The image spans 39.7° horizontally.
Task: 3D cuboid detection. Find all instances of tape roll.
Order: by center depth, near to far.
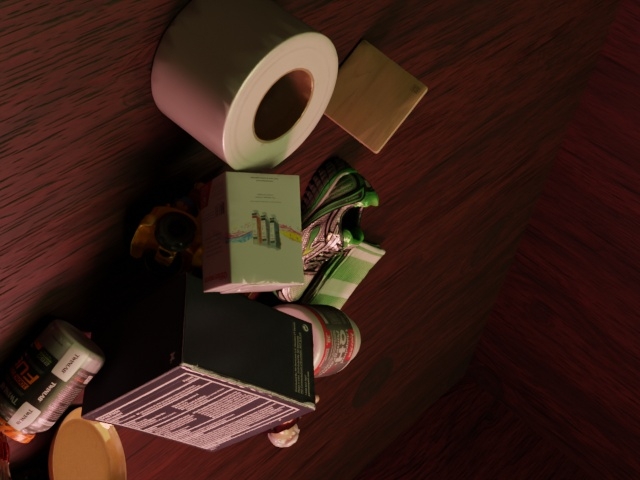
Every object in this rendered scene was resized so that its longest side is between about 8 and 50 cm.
[{"bbox_3d":[-0.114,-0.248,1.366,0.246,0.169,0.246,-40,153,-26],"label":"tape roll"}]

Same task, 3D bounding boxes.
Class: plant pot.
[{"bbox_3d":[-0.455,0.442,1.719,0.032,0.237,0.236,-14,164,19],"label":"plant pot"}]

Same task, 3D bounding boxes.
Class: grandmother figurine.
[{"bbox_3d":[-0.100,0.482,2.503,0.207,0.104,0.342,-12,145,-15],"label":"grandmother figurine"}]

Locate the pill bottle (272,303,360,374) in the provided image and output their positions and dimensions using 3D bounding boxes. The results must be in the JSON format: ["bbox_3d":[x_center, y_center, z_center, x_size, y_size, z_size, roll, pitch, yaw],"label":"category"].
[{"bbox_3d":[-0.019,0.239,2.119,0.176,0.176,0.318,-56,159,10],"label":"pill bottle"}]

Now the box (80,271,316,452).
[{"bbox_3d":[-0.213,0.225,1.570,0.294,0.183,0.296,26,138,-38],"label":"box"}]

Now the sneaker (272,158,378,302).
[{"bbox_3d":[0.000,0.000,1.939,0.134,0.146,0.344,-7,131,-58],"label":"sneaker"}]

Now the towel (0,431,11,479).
[{"bbox_3d":[-0.575,0.456,1.405,0.037,0.329,0.237,43,85,-25],"label":"towel"}]

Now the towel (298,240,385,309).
[{"bbox_3d":[0.032,0.138,2.320,0.325,0.038,0.248,-56,156,9],"label":"towel"}]

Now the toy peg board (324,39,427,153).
[{"bbox_3d":[0.099,-0.274,1.736,0.161,0.160,0.079,-51,172,0],"label":"toy peg board"}]

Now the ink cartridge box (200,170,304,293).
[{"bbox_3d":[-0.110,-0.009,1.399,0.127,0.176,0.128,2,171,-27],"label":"ink cartridge box"}]

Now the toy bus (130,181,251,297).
[{"bbox_3d":[-0.194,-0.027,1.548,0.149,0.220,0.212,128,-17,-58],"label":"toy bus"}]

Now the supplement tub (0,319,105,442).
[{"bbox_3d":[-0.462,0.237,1.487,0.190,0.117,0.117,-50,156,-5],"label":"supplement tub"}]

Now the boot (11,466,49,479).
[{"bbox_3d":[-0.613,0.576,1.663,0.260,0.131,0.348,-54,167,22],"label":"boot"}]
